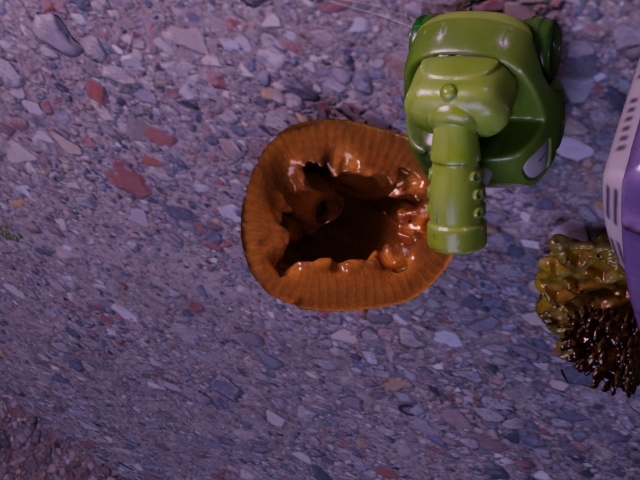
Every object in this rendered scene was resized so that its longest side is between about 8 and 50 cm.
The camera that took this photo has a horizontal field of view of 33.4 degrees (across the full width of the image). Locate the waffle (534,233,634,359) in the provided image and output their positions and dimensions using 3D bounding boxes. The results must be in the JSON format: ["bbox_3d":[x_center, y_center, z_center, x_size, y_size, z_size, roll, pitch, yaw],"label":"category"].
[{"bbox_3d":[0.363,0.072,1.217,0.237,0.059,0.243,11,144,18],"label":"waffle"}]

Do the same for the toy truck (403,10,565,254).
[{"bbox_3d":[0.139,-0.111,0.976,0.148,0.210,0.187,8,126,24],"label":"toy truck"}]

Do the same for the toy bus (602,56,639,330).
[{"bbox_3d":[0.324,-0.109,0.626,0.249,0.440,0.209,6,144,28],"label":"toy bus"}]

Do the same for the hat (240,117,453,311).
[{"bbox_3d":[0.000,0.000,1.230,0.233,0.244,0.233,37,160,-6],"label":"hat"}]

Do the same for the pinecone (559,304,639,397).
[{"bbox_3d":[0.323,0.115,1.186,0.109,0.102,0.102,42,152,19],"label":"pinecone"}]
